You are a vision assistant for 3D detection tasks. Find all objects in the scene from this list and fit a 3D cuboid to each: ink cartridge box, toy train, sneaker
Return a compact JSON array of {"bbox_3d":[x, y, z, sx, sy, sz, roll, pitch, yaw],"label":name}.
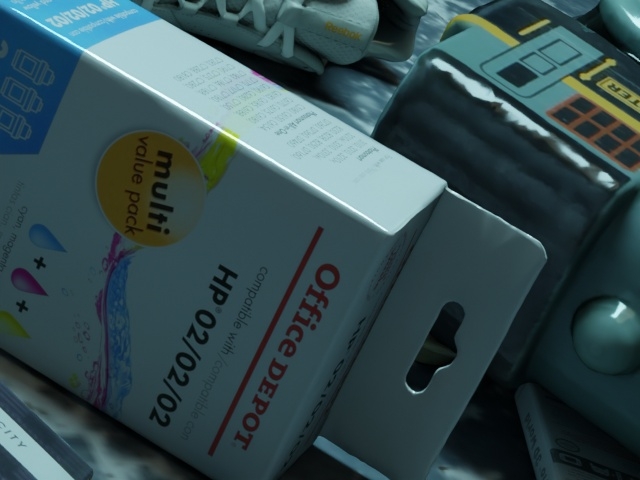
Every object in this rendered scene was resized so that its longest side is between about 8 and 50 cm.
[{"bbox_3d":[-0.034,0.006,0.580,0.181,0.104,0.061,30,24,10],"label":"ink cartridge box"},{"bbox_3d":[0.162,0.024,0.681,0.334,0.142,0.190,38,36,17],"label":"toy train"},{"bbox_3d":[-0.036,-0.132,0.889,0.121,0.099,0.262,42,29,24],"label":"sneaker"}]

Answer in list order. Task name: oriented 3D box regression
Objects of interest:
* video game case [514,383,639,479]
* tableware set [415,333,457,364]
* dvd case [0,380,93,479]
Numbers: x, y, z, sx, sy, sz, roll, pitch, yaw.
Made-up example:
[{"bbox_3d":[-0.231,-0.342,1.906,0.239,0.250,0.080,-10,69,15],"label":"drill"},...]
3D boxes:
[{"bbox_3d":[0.133,0.112,0.645,0.119,0.015,0.166,21,23,-13],"label":"video game case"},{"bbox_3d":[0.000,0.000,0.736,0.168,0.020,0.141,19,24,-17],"label":"tableware set"},{"bbox_3d":[-0.164,0.045,0.434,0.164,0.018,0.221,43,26,4],"label":"dvd case"}]
